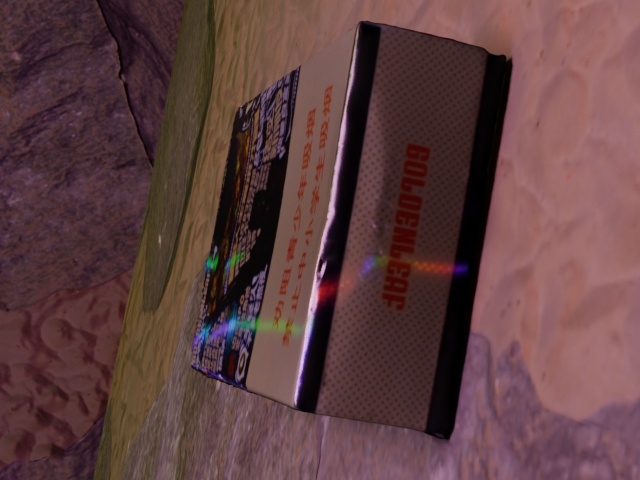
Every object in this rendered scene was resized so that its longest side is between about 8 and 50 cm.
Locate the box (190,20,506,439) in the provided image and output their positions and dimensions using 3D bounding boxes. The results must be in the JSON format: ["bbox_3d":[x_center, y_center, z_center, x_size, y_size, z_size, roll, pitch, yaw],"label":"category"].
[{"bbox_3d":[0.000,0.000,0.710,0.310,0.084,0.198,174,106,-74],"label":"box"}]
